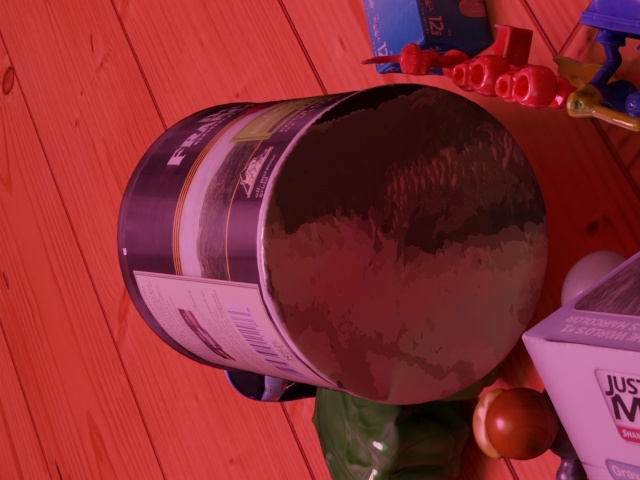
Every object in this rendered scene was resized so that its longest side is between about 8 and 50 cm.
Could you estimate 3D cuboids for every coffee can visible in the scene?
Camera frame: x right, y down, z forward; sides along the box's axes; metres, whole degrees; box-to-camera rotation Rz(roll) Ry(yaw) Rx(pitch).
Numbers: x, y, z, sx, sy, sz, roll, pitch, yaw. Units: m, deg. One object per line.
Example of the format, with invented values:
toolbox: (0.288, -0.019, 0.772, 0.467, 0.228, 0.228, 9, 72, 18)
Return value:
coffee can: (0.000, 0.000, 1.280, 0.275, 0.202, 0.201, -177, 86, -65)

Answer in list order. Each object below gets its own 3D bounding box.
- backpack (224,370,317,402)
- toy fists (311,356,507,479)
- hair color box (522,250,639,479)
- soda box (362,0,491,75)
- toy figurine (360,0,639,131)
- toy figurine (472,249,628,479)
backpack: (-0.022, 0.042, 1.566, 0.117, 0.158, 0.173, -127, 34, -56)
toy fists: (0.073, 0.103, 1.455, 0.142, 0.096, 0.279, -108, 32, -53)
hair color box: (0.265, 0.185, 0.952, 0.185, 0.114, 0.374, 4, 124, 63)
soda box: (0.070, -0.238, 1.471, 0.071, 0.067, 0.210, -32, 64, 55)
toy figurine: (0.203, -0.181, 1.149, 0.362, 0.191, 0.217, 21, 104, 56)
toy figurine: (0.209, 0.128, 1.177, 0.209, 0.148, 0.213, -57, 46, 43)
